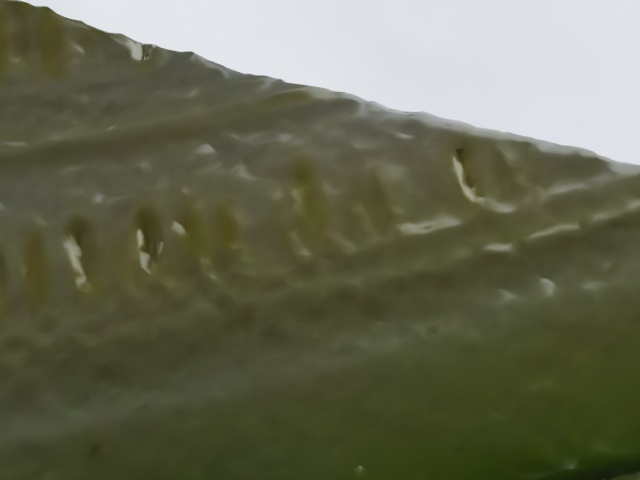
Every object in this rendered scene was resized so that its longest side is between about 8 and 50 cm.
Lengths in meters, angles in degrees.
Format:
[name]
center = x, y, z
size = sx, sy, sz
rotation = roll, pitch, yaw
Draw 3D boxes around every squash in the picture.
[squash]
center = 0.000, 0.000, 0.387
size = 0.111, 0.288, 0.203
rotation = 85, -11, -56
